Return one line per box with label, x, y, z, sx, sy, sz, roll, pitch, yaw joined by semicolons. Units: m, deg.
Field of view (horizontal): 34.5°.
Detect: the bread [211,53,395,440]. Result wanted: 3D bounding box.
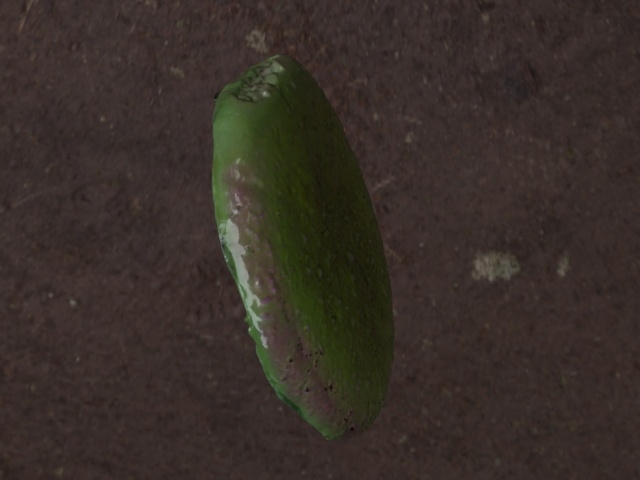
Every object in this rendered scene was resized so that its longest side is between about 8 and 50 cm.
bread;0.001;0.006;0.765;0.045;0.301;0.301;-13;123;19
